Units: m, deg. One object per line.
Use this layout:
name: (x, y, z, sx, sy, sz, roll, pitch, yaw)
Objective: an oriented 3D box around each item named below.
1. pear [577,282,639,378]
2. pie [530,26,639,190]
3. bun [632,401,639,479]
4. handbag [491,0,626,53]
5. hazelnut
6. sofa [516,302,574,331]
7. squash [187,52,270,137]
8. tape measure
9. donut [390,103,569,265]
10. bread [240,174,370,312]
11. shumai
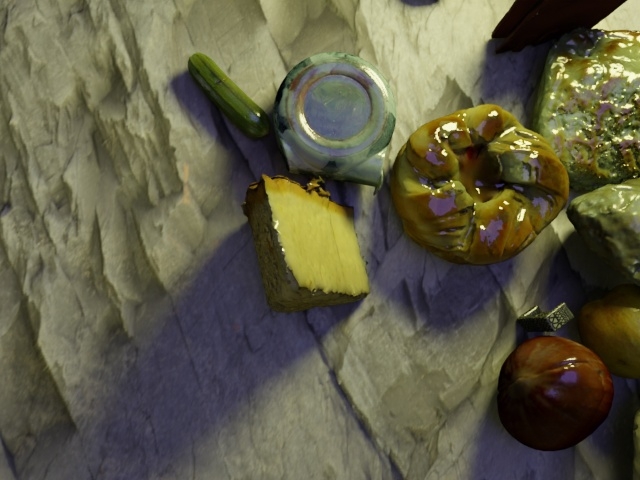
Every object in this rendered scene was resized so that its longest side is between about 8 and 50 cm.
pear: (0.647, 0.187, 1.165, 0.200, 0.200, 0.199, 2, 79, -8)
pie: (0.680, -0.310, 1.269, 0.419, 0.180, 0.394, 0, 82, -2)
bun: (0.796, 0.449, 1.130, 0.361, 0.213, 0.360, -1, 84, 7)
handbag: (0.546, -0.521, 1.234, 0.260, 0.275, 0.084, -17, 84, -10)
hazelnut: (0.449, 0.301, 1.102, 0.230, 0.229, 0.229, 2, 79, -8)
sofa: (0.474, 0.164, 1.177, 0.060, 0.118, 0.039, -31, 87, -12)
squash: (-0.196, -0.308, 1.194, 0.066, 0.066, 0.229, -43, 88, -13)
tape measure: (0.026, -0.249, 1.175, 0.257, 0.147, 0.274, 9, 82, -5)
donut: (0.335, -0.117, 1.185, 0.361, 0.170, 0.360, 1, 81, -7)
bread: (0.000, 0.000, 1.051, 0.279, 0.315, 0.248, -7, 82, -20)
shumai: (0.712, -0.064, 1.135, 0.330, 0.292, 0.288, 33, 119, 4)
